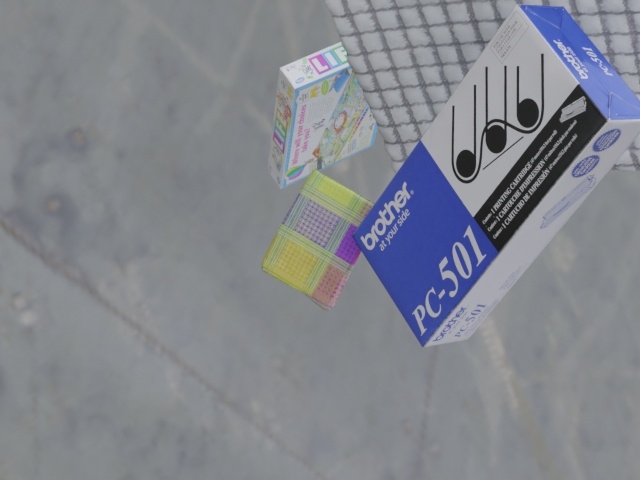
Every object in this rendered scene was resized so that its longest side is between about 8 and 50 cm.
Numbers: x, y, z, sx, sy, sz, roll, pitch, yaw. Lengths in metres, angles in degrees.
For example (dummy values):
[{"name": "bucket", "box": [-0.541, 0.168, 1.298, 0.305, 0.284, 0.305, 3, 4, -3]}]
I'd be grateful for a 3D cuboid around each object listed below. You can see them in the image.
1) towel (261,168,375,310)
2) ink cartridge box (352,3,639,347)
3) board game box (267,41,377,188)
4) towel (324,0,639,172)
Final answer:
[{"name": "towel", "box": [0.000, 0.000, 1.021, 0.060, 0.083, 0.009, 30, 14, 13]}, {"name": "ink cartridge box", "box": [0.105, -0.036, 0.922, 0.046, 0.207, 0.097, -5, 52, -40]}, {"name": "board game box", "box": [0.008, -0.116, 1.325, 0.103, 0.154, 0.026, -26, 65, -21]}, {"name": "towel", "box": [0.134, -0.176, 1.008, 0.284, 0.235, 0.121, 64, 36, -41]}]
